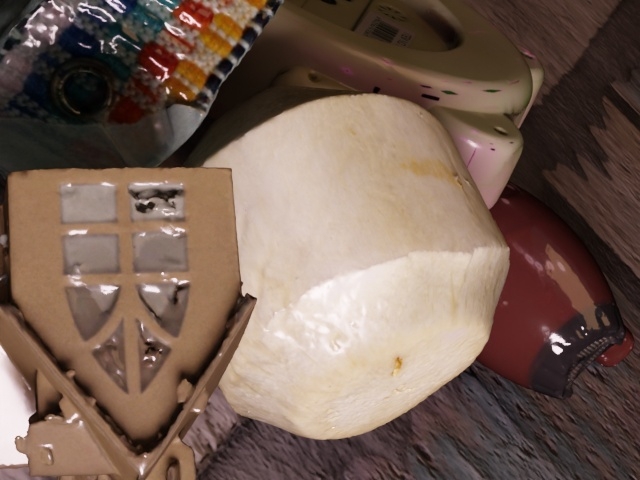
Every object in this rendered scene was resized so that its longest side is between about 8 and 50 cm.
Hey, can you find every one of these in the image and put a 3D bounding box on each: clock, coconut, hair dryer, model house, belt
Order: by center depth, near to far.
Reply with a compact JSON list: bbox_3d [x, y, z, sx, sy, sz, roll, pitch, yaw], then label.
[{"bbox_3d":[-0.116,0.108,0.916,0.176,0.181,0.248,-2,73,-10],"label":"model house"},{"bbox_3d":[-0.113,-0.140,1.156,0.150,0.257,0.207,36,-10,-17],"label":"belt"},{"bbox_3d":[0.000,0.000,1.181,0.202,0.202,0.222,12,43,-53],"label":"coconut"},{"bbox_3d":[0.005,-0.137,1.410,0.309,0.114,0.284,25,23,1],"label":"clock"},{"bbox_3d":[0.159,0.022,1.576,0.312,0.123,0.340,48,10,31],"label":"hair dryer"}]
